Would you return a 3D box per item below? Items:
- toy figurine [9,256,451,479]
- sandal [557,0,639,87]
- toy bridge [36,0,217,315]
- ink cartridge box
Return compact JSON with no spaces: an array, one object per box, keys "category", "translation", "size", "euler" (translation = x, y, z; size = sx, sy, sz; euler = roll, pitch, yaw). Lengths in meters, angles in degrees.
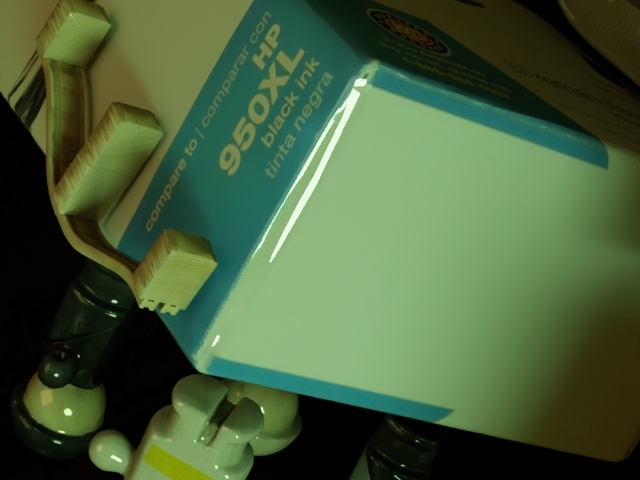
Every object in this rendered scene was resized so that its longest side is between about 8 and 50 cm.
[{"category":"toy figurine","translation":[-0.052,0.106,1.095],"size":[0.209,0.213,0.148],"euler":[55,129,42]},{"category":"sandal","translation":[0.204,-0.093,0.938],"size":[0.303,0.086,0.120],"euler":[36,107,44]},{"category":"toy bridge","translation":[-0.099,-0.034,0.881],"size":[0.063,0.026,0.188],"euler":[-54,42,27]},{"category":"ink cartridge box","translation":[0.000,-0.079,1.029],"size":[0.166,0.285,0.395],"euler":[-60,41,17]}]
